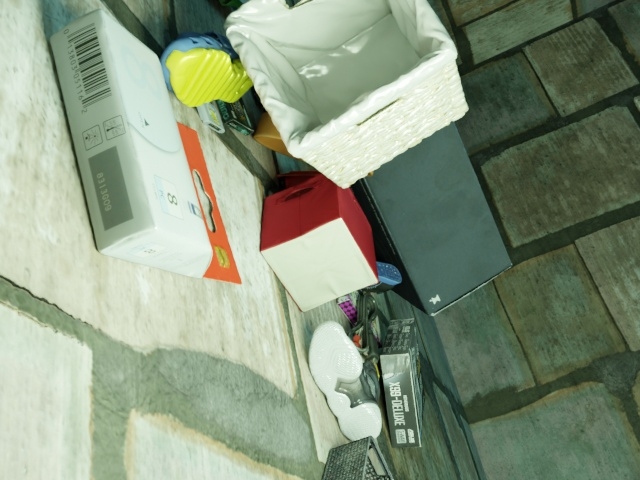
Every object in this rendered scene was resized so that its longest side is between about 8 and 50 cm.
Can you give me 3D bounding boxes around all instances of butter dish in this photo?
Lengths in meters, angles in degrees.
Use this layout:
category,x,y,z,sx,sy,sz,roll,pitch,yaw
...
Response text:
category,x,y,z,sx,sy,sz,roll,pitch,yaw
butter dish,-0.017,-0.105,1.659,0.160,0.160,0.118,16,75,-72

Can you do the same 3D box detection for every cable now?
category,x,y,z,sx,sy,sz,roll,pitch,yaw
cable,0.092,0.227,1.651,0.139,0.072,0.287,42,25,-29

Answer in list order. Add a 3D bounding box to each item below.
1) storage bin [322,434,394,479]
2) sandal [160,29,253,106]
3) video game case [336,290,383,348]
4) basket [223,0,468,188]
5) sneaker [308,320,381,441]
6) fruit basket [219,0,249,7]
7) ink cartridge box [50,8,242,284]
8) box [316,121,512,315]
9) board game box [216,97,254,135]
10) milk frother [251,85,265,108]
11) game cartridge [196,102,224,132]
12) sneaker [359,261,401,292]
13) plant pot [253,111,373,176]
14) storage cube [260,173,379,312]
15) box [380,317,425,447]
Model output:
category,x,y,z,sx,sy,sz,roll,pitch,yaw
storage bin,0.067,0.439,1.172,0.122,0.084,0.180,65,13,-8
sandal,-0.225,-0.334,1.265,0.138,0.126,0.317,46,14,2
video game case,0.097,0.154,1.837,0.232,0.041,0.210,56,18,-39
basket,0.057,-0.329,1.267,0.331,0.328,0.266,63,11,20
sneaker,0.052,0.265,1.374,0.153,0.101,0.269,-75,146,-70
fruit basket,-0.252,-0.763,1.728,0.353,0.165,0.327,23,46,-67
ink cartridge box,-0.207,-0.105,0.983,0.385,0.091,0.308,26,43,-68
box,0.242,-0.106,1.963,0.480,0.297,0.472,63,-8,-19
board game box,-0.207,-0.329,1.479,0.186,0.026,0.126,69,13,9
milk frother,-0.108,-0.421,1.776,0.129,0.135,0.143,21,35,-27
game cartridge,-0.218,-0.247,1.330,0.056,0.017,0.083,66,13,12
sneaker,0.105,0.086,1.750,0.232,0.090,0.081,25,40,-35
plant pot,0.013,-0.287,1.564,0.291,0.290,0.204,22,86,-72
storage cube,0.000,0.000,1.409,0.215,0.183,0.193,59,16,-32
box,0.220,0.364,1.777,0.307,0.076,0.243,-41,124,-76
